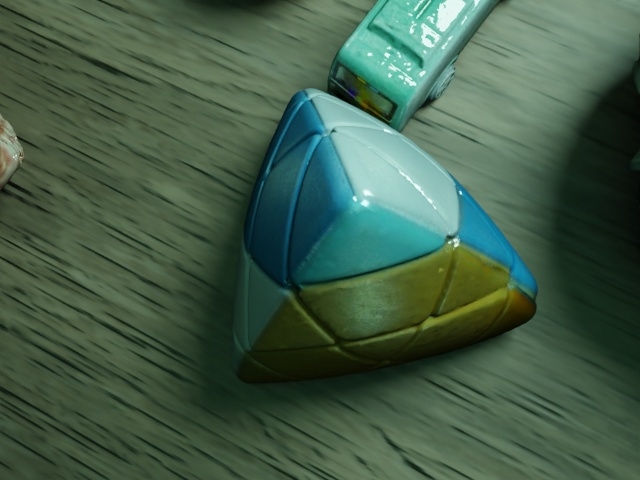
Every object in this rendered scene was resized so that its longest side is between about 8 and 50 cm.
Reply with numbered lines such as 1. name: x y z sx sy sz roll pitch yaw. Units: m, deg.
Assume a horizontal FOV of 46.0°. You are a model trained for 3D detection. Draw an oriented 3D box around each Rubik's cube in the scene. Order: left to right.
1. Rubik's cube: 0.000 0.000 0.581 0.254 0.254 0.255 -1 80 6

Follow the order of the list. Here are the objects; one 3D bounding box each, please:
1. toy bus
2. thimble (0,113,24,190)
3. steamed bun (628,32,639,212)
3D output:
1. toy bus: 0.107 -0.208 0.613 0.091 0.109 0.262 35 86 5
2. thimble: -0.362 -0.086 0.580 0.162 0.239 0.239 -44 78 -2
3. steamed bun: 0.310 -0.076 0.500 0.206 0.275 0.320 -8 47 33
